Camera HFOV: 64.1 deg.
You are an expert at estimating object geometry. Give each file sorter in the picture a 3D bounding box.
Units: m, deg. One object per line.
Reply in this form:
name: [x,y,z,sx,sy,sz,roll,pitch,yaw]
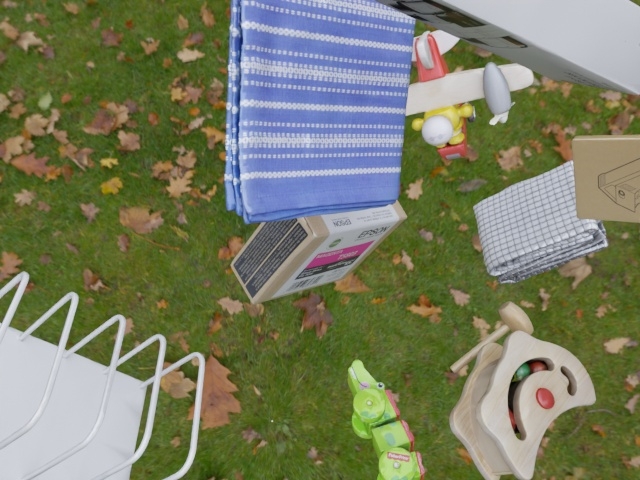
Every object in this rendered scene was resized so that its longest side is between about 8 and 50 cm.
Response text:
file sorter: [-0.310,0.193,0.640,0.173,0.278,0.192,-34,39,25]

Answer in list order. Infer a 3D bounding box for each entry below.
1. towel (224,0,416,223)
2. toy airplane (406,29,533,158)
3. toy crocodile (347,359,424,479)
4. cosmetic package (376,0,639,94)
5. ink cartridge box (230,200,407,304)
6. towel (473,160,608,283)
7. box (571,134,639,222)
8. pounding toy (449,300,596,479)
towel: [0.015,-0.190,0.553,0.243,0.040,0.335,-8,110,-35]
toy airplane: [0.335,-0.395,1.449,0.384,0.386,0.272,21,55,-11]
toy crocodile: [0.135,0.386,0.996,0.105,0.115,0.340,-15,46,-12]
cosmetic package: [0.148,-0.180,0.399,0.239,0.099,0.060,11,111,-25]
ink cartridge box: [0.000,0.000,0.839,0.235,0.193,0.088,-12,63,-46]
towel: [0.540,-0.041,1.270,0.121,0.284,0.235,36,41,-33]
box: [0.532,-0.099,0.850,0.201,0.164,0.021,8,40,39]
pounding toy: [0.290,0.234,0.771,0.154,0.155,0.269,39,56,1]
